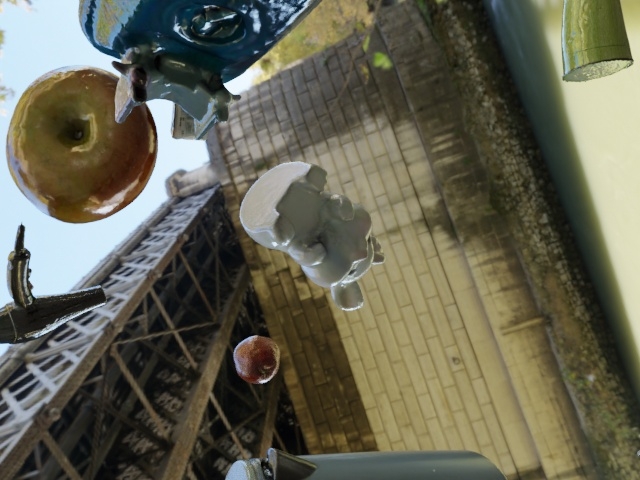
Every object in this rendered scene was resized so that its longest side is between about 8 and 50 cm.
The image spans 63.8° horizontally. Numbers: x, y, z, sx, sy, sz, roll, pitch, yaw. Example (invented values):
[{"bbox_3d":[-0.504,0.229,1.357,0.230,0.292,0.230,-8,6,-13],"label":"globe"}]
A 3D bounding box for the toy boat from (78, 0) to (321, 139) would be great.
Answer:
[{"bbox_3d":[-0.023,-0.153,0.255,0.134,0.298,0.092,3,-109,-37],"label":"toy boat"}]

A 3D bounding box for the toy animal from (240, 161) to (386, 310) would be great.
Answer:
[{"bbox_3d":[0.003,-0.001,1.120,0.367,0.196,0.241,37,167,-24],"label":"toy animal"}]

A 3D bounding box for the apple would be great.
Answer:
[{"bbox_3d":[-0.352,-0.138,0.777,0.173,0.210,0.235,120,174,-74],"label":"apple"}]

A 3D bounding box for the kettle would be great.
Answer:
[{"bbox_3d":[0.027,0.287,0.455,0.160,0.243,0.211,-142,66,-69],"label":"kettle"}]

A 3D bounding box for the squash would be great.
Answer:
[{"bbox_3d":[0.397,-0.352,0.741,0.094,0.094,0.225,-37,-57,-80],"label":"squash"}]

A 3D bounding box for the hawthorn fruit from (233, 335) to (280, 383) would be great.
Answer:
[{"bbox_3d":[-0.157,0.314,1.336,0.140,0.125,0.125,24,163,30],"label":"hawthorn fruit"}]

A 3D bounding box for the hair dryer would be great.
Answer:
[{"bbox_3d":[-0.545,0.079,1.010,0.091,0.235,0.272,44,137,33],"label":"hair dryer"}]

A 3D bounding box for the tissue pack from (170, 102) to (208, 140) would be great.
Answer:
[{"bbox_3d":[-0.216,-0.210,0.856,0.042,0.062,0.083,-125,40,-49],"label":"tissue pack"}]

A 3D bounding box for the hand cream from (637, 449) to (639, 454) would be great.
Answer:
[{"bbox_3d":[0.456,0.137,0.614,0.077,0.124,0.341,37,149,39],"label":"hand cream"}]
